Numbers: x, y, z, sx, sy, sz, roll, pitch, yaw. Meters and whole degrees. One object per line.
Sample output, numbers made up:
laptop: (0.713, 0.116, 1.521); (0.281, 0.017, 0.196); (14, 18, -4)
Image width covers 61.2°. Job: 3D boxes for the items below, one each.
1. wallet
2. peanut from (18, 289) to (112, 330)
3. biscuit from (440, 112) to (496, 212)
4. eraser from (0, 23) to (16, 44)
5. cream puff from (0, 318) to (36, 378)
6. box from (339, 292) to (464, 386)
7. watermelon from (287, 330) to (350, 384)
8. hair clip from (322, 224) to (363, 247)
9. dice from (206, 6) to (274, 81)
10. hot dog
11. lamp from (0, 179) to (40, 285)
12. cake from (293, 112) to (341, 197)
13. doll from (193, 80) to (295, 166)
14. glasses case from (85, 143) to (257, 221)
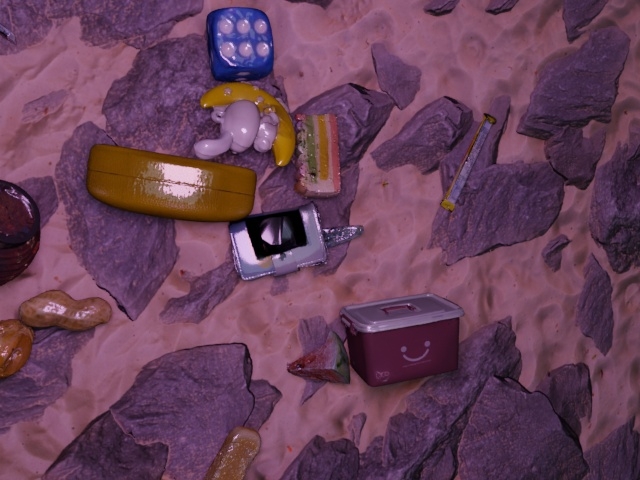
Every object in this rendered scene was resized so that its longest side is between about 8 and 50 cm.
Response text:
wallet: (-0.101, 0.003, 1.317); (0.231, 0.069, 0.170); (-11, 87, -6)
peanut: (-0.569, 0.158, 1.213); (0.193, 0.089, 0.089); (10, 89, -19)
biscuit: (0.408, -0.215, 1.481); (0.048, 0.026, 0.292); (28, 85, -18)
eraser: (-0.709, -0.468, 1.184); (0.099, 0.027, 0.019); (36, 75, -13)
cream puff: (-0.688, 0.230, 1.169); (0.104, 0.119, 0.133); (10, 61, 3)
box: (0.204, 0.247, 1.366); (0.294, 0.193, 0.167); (-7, 102, -15)
watermelon: (0.010, 0.326, 1.356); (0.158, 0.121, 0.098); (-33, 121, -7)
hair clip: (-0.001, 0.000, 1.374); (0.229, 0.036, 0.066); (-16, 90, -3)
dice: (-0.190, -0.452, 1.261); (0.143, 0.146, 0.146); (-8, 98, -17)
hot dog: (-0.230, 0.564, 1.315); (0.084, 0.073, 0.242); (29, 82, -17)
lamp: (-0.699, -0.016, 1.106); (0.247, 0.247, 0.247); (0, 92, -15)
cake: (-0.012, -0.210, 1.367); (0.109, 0.090, 0.225); (1, 73, -12)
doll: (-0.171, -0.269, 1.256); (0.237, 0.111, 0.252); (15, 57, -29)
glasses case: (-0.330, -0.120, 1.217); (0.371, 0.173, 0.141); (7, 94, -15)
